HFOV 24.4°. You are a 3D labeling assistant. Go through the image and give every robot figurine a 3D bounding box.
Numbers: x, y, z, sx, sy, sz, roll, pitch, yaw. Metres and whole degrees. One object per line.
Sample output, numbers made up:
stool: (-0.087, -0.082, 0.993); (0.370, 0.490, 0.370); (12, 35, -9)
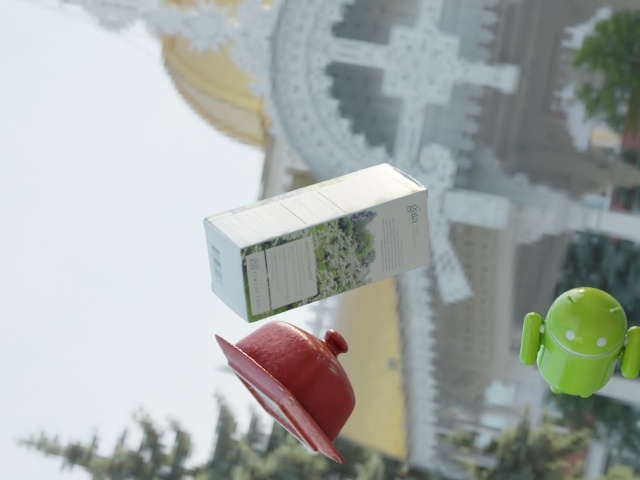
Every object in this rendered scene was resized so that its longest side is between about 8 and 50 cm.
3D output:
robot figurine: (0.220, 0.085, 1.248); (0.115, 0.101, 0.067); (94, -174, -51)

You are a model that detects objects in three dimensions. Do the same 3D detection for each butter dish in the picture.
butter dish: (-0.017, 0.150, 1.688); (0.118, 0.160, 0.160); (-45, -47, -11)

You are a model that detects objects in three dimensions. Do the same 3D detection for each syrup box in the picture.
syrup box: (0.000, 0.000, 1.627); (0.237, 0.096, 0.093); (-18, -60, -24)
